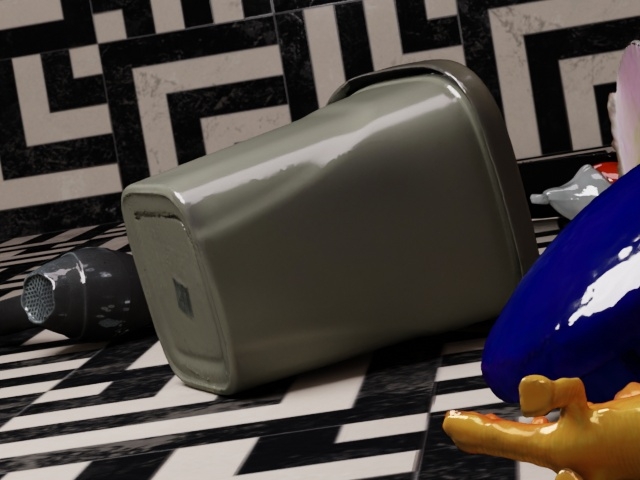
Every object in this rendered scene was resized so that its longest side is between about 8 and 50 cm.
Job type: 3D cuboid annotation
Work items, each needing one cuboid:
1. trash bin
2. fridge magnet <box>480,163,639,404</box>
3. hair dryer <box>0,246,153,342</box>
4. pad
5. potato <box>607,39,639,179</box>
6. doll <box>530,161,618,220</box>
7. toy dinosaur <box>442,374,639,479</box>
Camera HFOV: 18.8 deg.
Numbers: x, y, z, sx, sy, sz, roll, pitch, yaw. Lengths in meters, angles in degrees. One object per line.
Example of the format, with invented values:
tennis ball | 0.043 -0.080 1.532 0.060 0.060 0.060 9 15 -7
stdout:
trash bin | 0.000 0.000 1.484 0.250 0.220 0.219 -19 8 -22
fridge magnet | 0.206 0.010 1.105 0.265 0.113 0.265 -40 2 2
hair dryer | -0.252 0.063 1.928 0.271 0.091 0.235 -10 -6 41
pad | 0.287 -0.094 2.146 0.375 0.063 0.315 -6 -14 38
potato | 0.352 -0.041 1.323 0.266 0.229 0.229 -5 5 -4
doll | 0.329 -0.046 2.036 0.227 0.075 0.102 -2 2 -17
toy dinosaur | 0.193 0.088 0.895 0.288 0.070 0.117 -1 8 29
